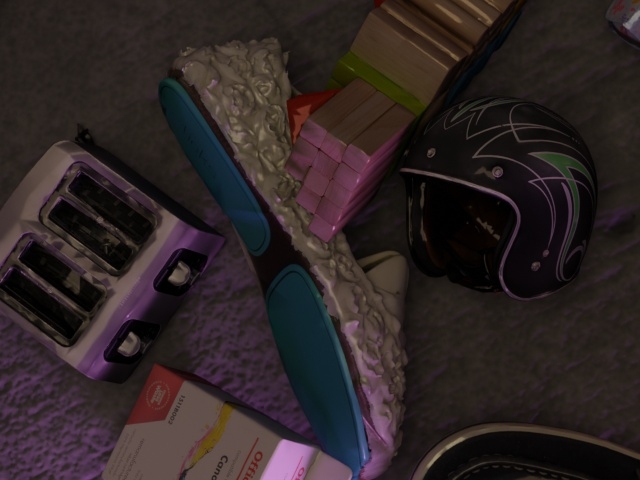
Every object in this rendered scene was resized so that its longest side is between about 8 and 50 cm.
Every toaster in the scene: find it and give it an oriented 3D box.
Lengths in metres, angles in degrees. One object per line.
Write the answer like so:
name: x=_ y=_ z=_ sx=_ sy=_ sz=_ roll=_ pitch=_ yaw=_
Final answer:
toaster: x=-0.204 y=0.011 z=1.750 sx=0.186 sy=0.110 sz=0.168 roll=37 pitch=93 yaw=10

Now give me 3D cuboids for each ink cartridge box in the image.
ink cartridge box: x=-0.081 y=0.200 z=1.705 sx=0.198 sy=0.067 sz=0.115 roll=26 pitch=92 yaw=34

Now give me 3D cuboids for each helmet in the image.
helmet: x=0.150 y=-0.043 z=1.662 sx=0.169 sy=0.169 sz=0.161 roll=-3 pitch=107 yaw=9

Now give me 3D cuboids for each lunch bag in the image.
lunch bag: x=0.282 y=-0.202 z=1.693 sx=0.053 sy=0.083 sz=0.071 roll=38 pitch=94 yaw=9

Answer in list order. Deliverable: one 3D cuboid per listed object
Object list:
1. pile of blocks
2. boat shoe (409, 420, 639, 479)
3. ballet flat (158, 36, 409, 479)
pile of blocks: x=0.072 y=-0.166 z=1.689 sx=0.113 sy=0.149 sz=0.362 roll=37 pitch=67 yaw=10
boat shoe: x=0.295 y=0.312 z=1.614 sx=0.500 sy=0.156 sz=0.187 roll=34 pitch=97 yaw=5
ballet flat: x=0.000 y=0.000 z=1.713 sx=0.147 sy=0.147 sz=0.409 roll=-27 pitch=84 yaw=7
